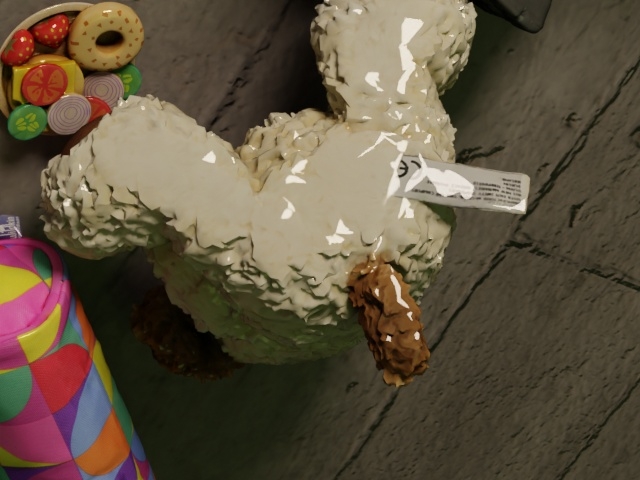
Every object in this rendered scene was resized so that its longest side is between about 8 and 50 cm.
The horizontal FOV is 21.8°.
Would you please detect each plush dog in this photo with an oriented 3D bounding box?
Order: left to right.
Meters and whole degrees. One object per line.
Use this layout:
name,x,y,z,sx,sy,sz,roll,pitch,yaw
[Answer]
plush dog,0.000,0.000,0.940,0.262,0.211,0.225,-30,168,-8

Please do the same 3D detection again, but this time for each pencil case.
pencil case,-0.165,0.100,0.966,0.104,0.104,0.236,-26,133,-13

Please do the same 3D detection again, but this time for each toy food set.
toy food set,-0.134,-0.089,0.887,0.083,0.020,0.083,-11,130,-26

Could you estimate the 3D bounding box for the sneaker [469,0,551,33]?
sneaker,0.069,-0.227,0.867,0.130,0.109,0.286,-51,144,3
